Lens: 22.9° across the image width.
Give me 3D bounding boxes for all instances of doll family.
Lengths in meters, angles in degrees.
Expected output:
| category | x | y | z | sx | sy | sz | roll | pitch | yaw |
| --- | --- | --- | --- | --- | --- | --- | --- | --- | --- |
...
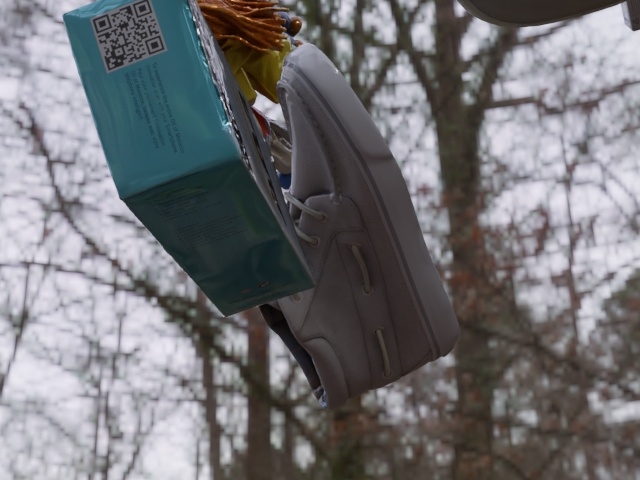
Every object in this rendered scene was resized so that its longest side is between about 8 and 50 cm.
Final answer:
| category | x | y | z | sx | sy | sz | roll | pitch | yaw |
| --- | --- | --- | --- | --- | --- | --- | --- | --- | --- |
| doll family | -0.072 | -0.176 | 1.248 | 0.118 | 0.263 | 0.163 | -42 | -46 | 20 |

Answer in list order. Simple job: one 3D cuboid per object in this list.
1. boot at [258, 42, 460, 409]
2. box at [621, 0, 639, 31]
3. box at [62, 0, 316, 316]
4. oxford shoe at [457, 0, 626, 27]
| category | x | y | z | sx | sy | sz | roll | pitch | yaw |
| --- | --- | --- | --- | --- | --- | --- | --- | --- | --- |
| boot | 0.000 | 0.000 | 1.110 | 0.123 | 0.095 | 0.258 | -30 | -68 | -12 |
| box | 0.418 | -0.326 | 1.751 | 0.186 | 0.038 | 0.145 | -16 | -69 | 0 |
| box | -0.060 | -0.038 | 0.823 | 0.060 | 0.100 | 0.244 | -20 | -17 | 2 |
| oxford shoe | 0.290 | -0.276 | 1.077 | 0.449 | 0.130 | 0.169 | -23 | -65 | 8 |
